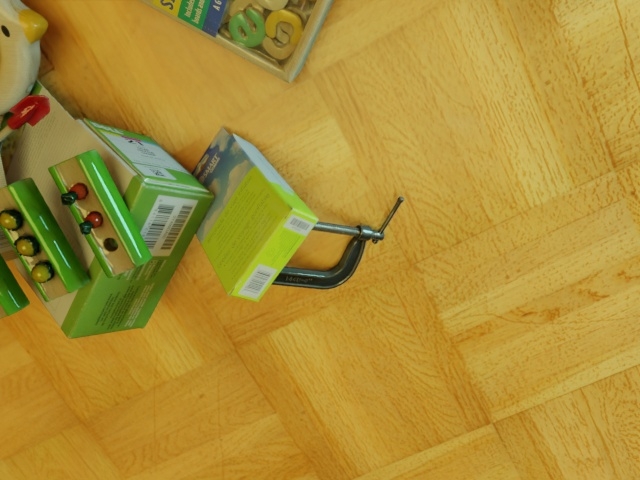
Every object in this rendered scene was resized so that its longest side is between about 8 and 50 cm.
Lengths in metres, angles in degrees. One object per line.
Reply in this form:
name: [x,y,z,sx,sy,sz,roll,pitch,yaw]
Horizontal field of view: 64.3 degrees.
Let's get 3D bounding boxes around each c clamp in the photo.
c clamp: [0.000,0.000,0.574,0.161,0.022,0.137,3,125,-26]

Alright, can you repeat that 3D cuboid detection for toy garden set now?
toy garden set: [-0.306,-0.026,0.440,0.244,0.049,0.203,-20,105,9]

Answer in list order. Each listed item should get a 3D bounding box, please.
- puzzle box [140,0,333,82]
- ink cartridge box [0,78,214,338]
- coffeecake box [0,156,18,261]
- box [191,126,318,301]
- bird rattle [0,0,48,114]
puzzle box: [-0.058,-0.370,0.402,0.272,0.052,0.409,28,127,-5]
ink cartridge box: [-0.266,-0.048,0.569,0.255,0.097,0.188,40,108,26]
coffeecake box: [-0.414,-0.051,0.539,0.186,0.068,0.142,8,110,29]
box: [-0.086,-0.033,0.537,0.042,0.178,0.109,22,111,-44]
bird rattle: [-0.392,-0.206,0.500,0.207,0.143,0.253,35,107,-16]
